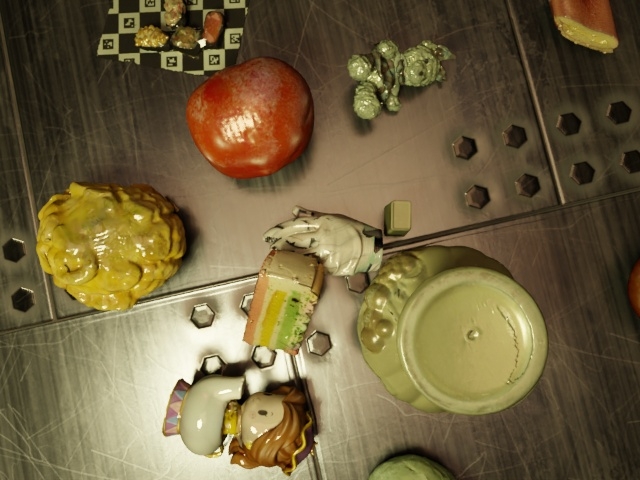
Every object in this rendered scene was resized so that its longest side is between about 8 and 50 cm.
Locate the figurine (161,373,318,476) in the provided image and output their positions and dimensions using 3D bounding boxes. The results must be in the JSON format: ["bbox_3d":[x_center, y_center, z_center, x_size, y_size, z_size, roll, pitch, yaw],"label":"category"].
[{"bbox_3d":[-0.131,0.319,0.845,0.264,0.142,0.189,11,118,1],"label":"figurine"}]

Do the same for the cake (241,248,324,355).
[{"bbox_3d":[-0.066,0.112,0.860,0.110,0.225,0.090,16,43,-3],"label":"cake"}]

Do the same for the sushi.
[{"bbox_3d":[-0.294,-0.430,0.947,0.280,0.043,0.192,14,86,2],"label":"sushi"}]

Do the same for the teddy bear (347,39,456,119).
[{"bbox_3d":[0.134,-0.315,0.907,0.213,0.133,0.111,-23,41,-19],"label":"teddy bear"}]

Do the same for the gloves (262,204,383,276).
[{"bbox_3d":[0.001,0.002,0.881,0.213,0.111,0.127,6,91,-6],"label":"gloves"}]

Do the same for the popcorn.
[{"bbox_3d":[-0.364,0.007,0.852,0.251,0.190,0.249,0,74,-1],"label":"popcorn"}]

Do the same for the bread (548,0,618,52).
[{"bbox_3d":[0.490,-0.447,0.918,0.119,0.067,0.192,-10,87,-7],"label":"bread"}]

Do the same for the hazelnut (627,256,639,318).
[{"bbox_3d":[0.647,0.075,0.827,0.204,0.178,0.177,-26,86,-1],"label":"hazelnut"}]

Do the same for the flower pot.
[{"bbox_3d":[0.216,0.146,0.796,0.308,0.244,0.307,0,85,1],"label":"flower pot"}]

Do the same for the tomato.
[{"bbox_3d":[-0.115,-0.207,0.844,0.232,0.232,0.188,-26,99,-1],"label":"tomato"}]

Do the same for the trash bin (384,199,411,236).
[{"bbox_3d":[0.141,-0.041,0.884,0.043,0.092,0.060,1,86,3],"label":"trash bin"}]

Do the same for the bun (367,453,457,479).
[{"bbox_3d":[0.167,0.490,0.830,0.213,0.126,0.203,40,86,4],"label":"bun"}]
